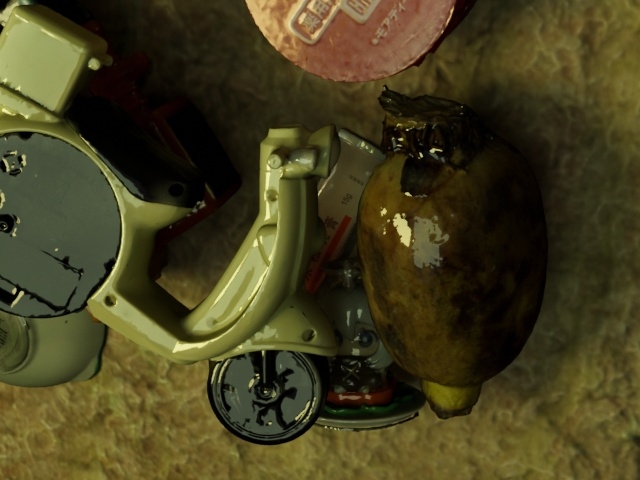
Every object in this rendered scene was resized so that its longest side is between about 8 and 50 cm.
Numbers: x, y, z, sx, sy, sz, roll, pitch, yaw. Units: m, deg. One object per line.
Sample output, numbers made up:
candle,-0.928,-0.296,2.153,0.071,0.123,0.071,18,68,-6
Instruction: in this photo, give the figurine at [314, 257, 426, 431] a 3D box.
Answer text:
figurine,0.034,0.086,1.174,0.132,0.132,0.153,2,101,20

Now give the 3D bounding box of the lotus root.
lotus root,0.117,0.019,1.082,0.141,0.169,0.314,21,127,48

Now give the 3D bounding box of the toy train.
toy train,-0.230,-0.083,1.181,0.232,0.163,0.369,-30,98,15

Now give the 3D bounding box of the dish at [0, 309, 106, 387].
dish,-0.340,0.068,1.325,0.246,0.078,0.224,48,120,-2

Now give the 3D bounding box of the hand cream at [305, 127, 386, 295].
hand cream,0.001,0.000,1.198,0.052,0.038,0.216,18,115,-17

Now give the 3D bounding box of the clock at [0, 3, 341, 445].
clock,-0.131,-0.014,1.060,0.379,0.120,0.276,25,103,-3

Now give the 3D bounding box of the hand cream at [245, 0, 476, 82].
hand cream,0.039,-0.234,1.035,0.193,0.125,0.193,7,112,18
